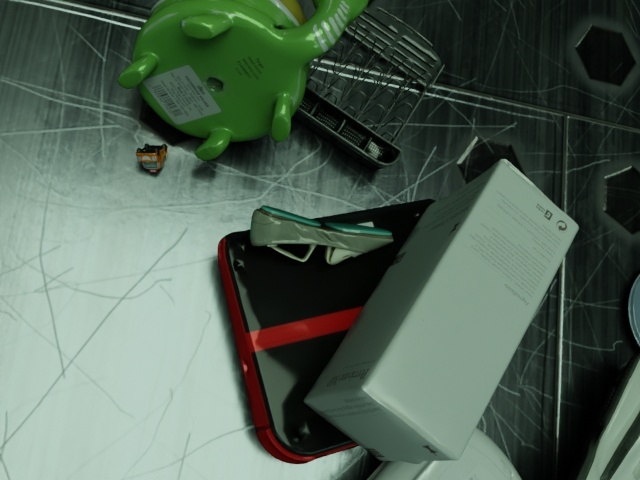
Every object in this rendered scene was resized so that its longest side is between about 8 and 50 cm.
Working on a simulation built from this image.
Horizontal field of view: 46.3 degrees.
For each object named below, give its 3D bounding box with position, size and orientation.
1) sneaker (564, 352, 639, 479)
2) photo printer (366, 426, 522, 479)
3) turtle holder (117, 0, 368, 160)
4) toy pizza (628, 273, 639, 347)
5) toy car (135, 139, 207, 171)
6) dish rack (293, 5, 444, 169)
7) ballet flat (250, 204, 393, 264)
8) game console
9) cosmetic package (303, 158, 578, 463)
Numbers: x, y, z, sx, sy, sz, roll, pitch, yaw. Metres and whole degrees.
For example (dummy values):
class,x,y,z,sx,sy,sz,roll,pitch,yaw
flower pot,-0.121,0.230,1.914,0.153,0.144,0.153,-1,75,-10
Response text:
class,x,y,z,sx,sy,sz,roll,pitch,yaw
sneaker,0.486,0.401,1.086,0.257,0.169,0.448,29,68,19
photo printer,0.158,0.414,1.047,0.307,0.107,0.256,-44,108,-19
turtle holder,-0.115,-0.291,1.066,0.243,0.320,0.228,30,48,-18
toy pizza,0.616,0.133,1.295,0.201,0.032,0.201,3,76,-13
toy car,-0.215,-0.125,1.134,0.122,0.060,0.041,-3,110,-8
dish rack,0.084,-0.264,1.232,0.208,0.074,0.272,34,71,-5
ballet flat,0.000,0.000,1.080,0.213,0.072,0.068,11,98,-17
game console,0.061,0.126,1.125,0.386,0.060,0.342,-10,78,-24
cosmetic package,0.165,0.101,1.023,0.156,0.217,0.385,40,62,-6
